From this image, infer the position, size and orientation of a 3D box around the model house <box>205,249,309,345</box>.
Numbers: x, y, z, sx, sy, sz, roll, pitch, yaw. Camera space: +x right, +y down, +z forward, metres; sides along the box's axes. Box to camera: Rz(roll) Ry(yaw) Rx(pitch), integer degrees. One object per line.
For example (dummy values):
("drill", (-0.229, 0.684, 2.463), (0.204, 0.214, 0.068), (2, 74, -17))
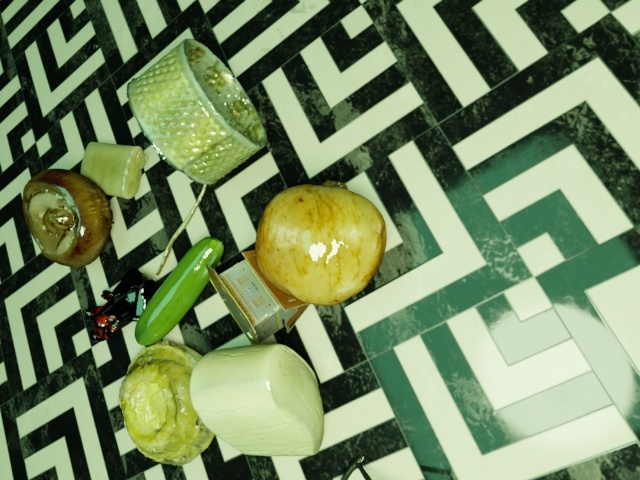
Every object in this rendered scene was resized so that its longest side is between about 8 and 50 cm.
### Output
("model house", (-0.127, 0.099, 0.924), (0.135, 0.207, 0.219), (-31, 63, -17))

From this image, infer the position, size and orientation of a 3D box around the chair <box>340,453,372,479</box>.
("chair", (0.131, 0.499, 0.738), (0.155, 0.141, 0.260), (-70, 20, 0))

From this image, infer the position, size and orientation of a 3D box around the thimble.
("thimble", (-0.249, -0.268, 0.945), (0.150, 0.270, 0.271), (-31, 71, 16))

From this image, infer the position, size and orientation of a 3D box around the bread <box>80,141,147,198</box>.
("bread", (-0.543, -0.184, 1.176), (0.178, 0.060, 0.140), (13, 88, 25))

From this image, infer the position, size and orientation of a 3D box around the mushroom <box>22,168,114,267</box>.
("mushroom", (-0.633, -0.053, 1.136), (0.253, 0.153, 0.253), (8, 106, 28))

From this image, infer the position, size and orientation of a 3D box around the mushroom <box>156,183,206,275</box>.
("mushroom", (-0.328, -0.041, 1.082), (0.028, 0.025, 0.286), (29, 96, 41))

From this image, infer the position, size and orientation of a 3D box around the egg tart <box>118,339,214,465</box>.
("egg tart", (-0.346, 0.358, 0.990), (0.278, 0.095, 0.279), (-3, 82, 22))

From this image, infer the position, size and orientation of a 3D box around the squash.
("squash", (-0.314, 0.111, 1.013), (0.082, 0.082, 0.293), (37, 90, 24))

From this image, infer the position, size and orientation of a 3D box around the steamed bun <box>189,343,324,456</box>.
("steamed bun", (-0.099, 0.283, 0.829), (0.199, 0.250, 0.155), (-13, 39, 21))

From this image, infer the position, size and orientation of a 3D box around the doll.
("doll", (-0.475, 0.152, 1.089), (0.248, 0.088, 0.127), (-38, 89, 24))

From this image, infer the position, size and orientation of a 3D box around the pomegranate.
("pomegranate", (0.000, 0.000, 0.820), (0.248, 0.248, 0.249), (-4, 81, 24))
